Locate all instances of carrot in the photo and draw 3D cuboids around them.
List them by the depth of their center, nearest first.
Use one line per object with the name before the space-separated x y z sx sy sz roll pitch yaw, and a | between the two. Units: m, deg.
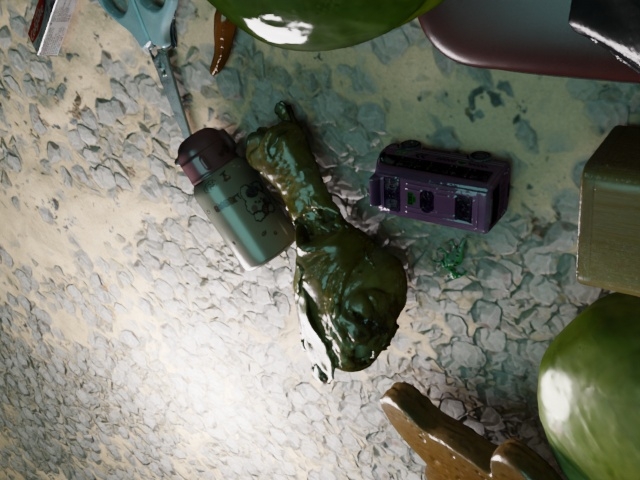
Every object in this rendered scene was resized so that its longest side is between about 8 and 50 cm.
carrot | -0.145 -0.297 1.043 0.035 0.035 0.142 34 138 11

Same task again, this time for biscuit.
biscuit | 0.288 0.393 1.097 0.394 0.076 0.368 13 140 59

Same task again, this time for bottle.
bottle | -0.141 -0.072 1.141 0.110 0.110 0.233 -23 104 43

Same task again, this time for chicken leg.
chicken leg | 0.000 0.000 1.072 0.201 0.152 0.430 -19 100 33

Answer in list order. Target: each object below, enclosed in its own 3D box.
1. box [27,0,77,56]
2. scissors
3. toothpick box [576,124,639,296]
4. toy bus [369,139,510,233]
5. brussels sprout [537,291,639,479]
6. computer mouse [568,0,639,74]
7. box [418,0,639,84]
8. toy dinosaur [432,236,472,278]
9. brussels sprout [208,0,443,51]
box | -0.431 -0.395 1.158 0.218 0.039 0.055 -43 69 45
scissors | -0.253 -0.292 1.127 0.191 0.029 0.361 5 124 38
toothpick box | 0.442 -0.017 0.729 0.308 0.190 0.188 13 127 34
toy bus | 0.154 -0.072 0.941 0.178 0.098 0.087 14 128 28
brussels sprout | 0.424 0.205 0.851 0.328 0.247 0.328 36 147 28
computer mouse | 0.333 -0.182 0.603 0.264 0.088 0.147 40 131 7
box | 0.280 -0.284 0.697 0.403 0.108 0.263 14 127 27
toy dinosaur | 0.200 0.029 1.034 0.083 0.021 0.062 -20 114 46
brussels sprout | 0.002 -0.347 0.607 0.314 0.275 0.372 -12 80 51
